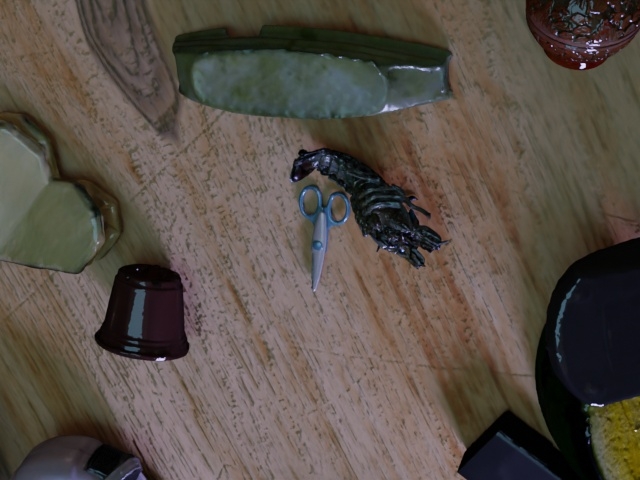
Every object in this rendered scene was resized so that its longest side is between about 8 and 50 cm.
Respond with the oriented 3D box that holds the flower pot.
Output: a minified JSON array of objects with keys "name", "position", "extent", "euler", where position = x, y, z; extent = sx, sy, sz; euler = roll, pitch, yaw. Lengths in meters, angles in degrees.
[{"name":"flower pot","position":[-0.198,0.077,1.116],"extent":[0.111,0.111,0.089],"euler":[13,102,15]}]

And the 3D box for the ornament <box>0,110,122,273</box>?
[{"name":"ornament","position":[-0.342,-0.035,1.139],"extent":[0.201,0.059,0.180],"euler":[45,122,0]}]

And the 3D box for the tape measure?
[{"name":"tape measure","position":[-0.304,0.343,1.258],"extent":[0.236,0.120,0.197],"euler":[-10,115,19]}]

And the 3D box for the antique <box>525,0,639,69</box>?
[{"name":"antique","position":[0.222,-0.198,0.820],"extent":[0.104,0.104,0.104],"euler":[8,116,17]}]

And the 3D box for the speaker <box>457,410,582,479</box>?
[{"name":"speaker","position":[0.262,0.282,1.061],"extent":[0.218,0.044,0.082],"euler":[36,121,1]}]

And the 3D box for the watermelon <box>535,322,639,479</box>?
[{"name":"watermelon","position":[0.295,0.172,0.986],"extent":[0.129,0.123,0.301],"euler":[-22,106,-6]}]

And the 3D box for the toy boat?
[{"name":"toy boat","position":[-0.019,-0.162,0.954],"extent":[0.292,0.055,0.093],"euler":[6,118,19]}]

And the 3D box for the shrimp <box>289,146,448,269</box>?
[{"name":"shrimp","position":[0.055,-0.045,0.972],"extent":[0.174,0.076,0.082],"euler":[39,146,9]}]

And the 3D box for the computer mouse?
[{"name":"computer mouse","position":[0.329,0.059,0.887],"extent":[0.269,0.086,0.138],"euler":[-13,104,0]}]

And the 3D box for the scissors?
[{"name":"scissors","position":[0.000,0.000,1.046],"extent":[0.058,0.014,0.119],"euler":[13,114,16]}]
